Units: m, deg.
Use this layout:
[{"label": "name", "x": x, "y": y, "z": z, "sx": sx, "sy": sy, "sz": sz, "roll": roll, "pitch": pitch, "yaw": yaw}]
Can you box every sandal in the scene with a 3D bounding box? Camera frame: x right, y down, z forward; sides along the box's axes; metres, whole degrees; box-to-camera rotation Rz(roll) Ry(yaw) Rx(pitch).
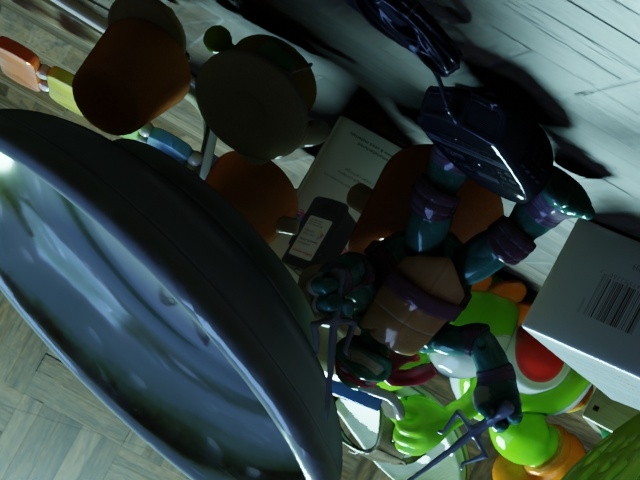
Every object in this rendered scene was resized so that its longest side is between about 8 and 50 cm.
[{"label": "sandal", "x": 0.041, "y": 0.172, "z": 2.055, "sx": 0.120, "sy": 0.086, "sz": 0.303, "roll": -19, "pitch": 121, "yaw": 39}]

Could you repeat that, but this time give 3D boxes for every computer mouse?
[{"label": "computer mouse", "x": 0.076, "y": -0.090, "z": 1.102, "sx": 0.071, "sy": 0.041, "sz": 0.242, "roll": 27, "pitch": 168, "yaw": 32}]

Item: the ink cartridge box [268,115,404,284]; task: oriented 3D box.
[{"label": "ink cartridge box", "x": 0.000, "y": 0.000, "z": 1.555, "sx": 0.072, "sy": 0.175, "sz": 0.127, "roll": 29, "pitch": 175, "yaw": -2}]

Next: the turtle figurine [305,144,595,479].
[{"label": "turtle figurine", "x": 0.064, "y": 0.038, "z": 1.278, "sx": 0.175, "sy": 0.234, "sz": 0.118, "roll": 21, "pitch": -157, "yaw": -26}]

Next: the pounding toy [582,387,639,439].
[{"label": "pounding toy", "x": 0.382, "y": 0.207, "z": 1.990, "sx": 0.206, "sy": 0.094, "sz": 0.181, "roll": 27, "pitch": 175, "yaw": 20}]

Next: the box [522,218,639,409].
[{"label": "box", "x": 0.247, "y": 0.072, "z": 1.410, "sx": 0.130, "sy": 0.091, "sz": 0.170, "roll": 24, "pitch": 172, "yaw": 37}]

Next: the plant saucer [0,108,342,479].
[{"label": "plant saucer", "x": -0.109, "y": 0.038, "z": 1.386, "sx": 0.400, "sy": 0.100, "sz": 0.400, "roll": 39, "pitch": 160, "yaw": 17}]

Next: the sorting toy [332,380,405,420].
[{"label": "sorting toy", "x": -0.014, "y": 0.103, "z": 1.771, "sx": 0.196, "sy": 0.047, "sz": 0.348, "roll": 22, "pitch": 176, "yaw": 0}]

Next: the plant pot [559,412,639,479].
[{"label": "plant pot", "x": 0.347, "y": 0.237, "z": 1.740, "sx": 0.228, "sy": 0.207, "sz": 0.227, "roll": 38, "pitch": 174, "yaw": -1}]

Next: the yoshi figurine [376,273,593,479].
[{"label": "yoshi figurine", "x": 0.131, "y": 0.123, "z": 1.992, "sx": 0.203, "sy": 0.203, "sz": 0.362, "roll": 38, "pitch": 175, "yaw": 43}]

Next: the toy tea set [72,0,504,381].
[{"label": "toy tea set", "x": -0.016, "y": -0.063, "z": 1.418, "sx": 0.336, "sy": 0.124, "sz": 0.200, "roll": 47, "pitch": 136, "yaw": -9}]

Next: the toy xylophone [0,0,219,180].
[{"label": "toy xylophone", "x": -0.218, "y": -0.155, "z": 1.731, "sx": 0.322, "sy": 0.081, "sz": 0.236, "roll": 28, "pitch": 174, "yaw": 4}]

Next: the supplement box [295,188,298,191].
[{"label": "supplement box", "x": -0.051, "y": 0.011, "z": 1.788, "sx": 0.220, "sy": 0.111, "sz": 0.114, "roll": -2, "pitch": 178, "yaw": -6}]
